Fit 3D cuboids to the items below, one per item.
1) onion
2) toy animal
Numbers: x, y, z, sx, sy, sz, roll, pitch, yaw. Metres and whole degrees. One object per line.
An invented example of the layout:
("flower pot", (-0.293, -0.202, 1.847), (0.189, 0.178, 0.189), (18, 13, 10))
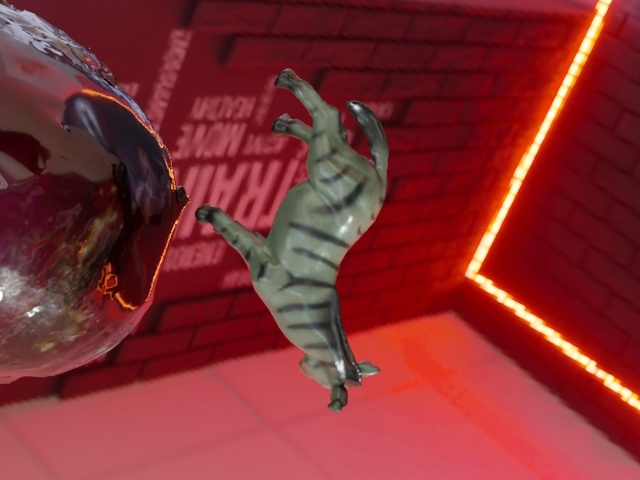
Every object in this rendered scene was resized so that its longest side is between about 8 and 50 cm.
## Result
("onion", (-0.296, 0.005, 0.978), (0.348, 0.385, 0.348), (32, -179, -1))
("toy animal", (-0.003, 0.002, 0.941), (0.176, 0.217, 0.073), (37, -156, 17))
